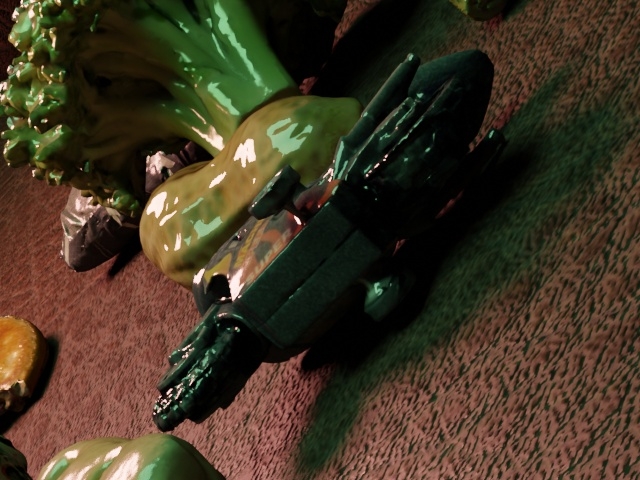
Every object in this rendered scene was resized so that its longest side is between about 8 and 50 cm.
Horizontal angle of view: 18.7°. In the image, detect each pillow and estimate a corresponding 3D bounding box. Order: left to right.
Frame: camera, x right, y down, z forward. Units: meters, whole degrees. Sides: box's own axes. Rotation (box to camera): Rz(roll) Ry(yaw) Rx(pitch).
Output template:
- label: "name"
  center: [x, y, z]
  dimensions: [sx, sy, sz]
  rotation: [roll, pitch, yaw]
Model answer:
- label: "pillow"
  center: [-0.175, -0.077, 1.993]
  dimensions: [0.335, 0.093, 0.161]
  rotation: [-34, 36, 48]

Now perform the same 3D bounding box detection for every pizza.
- label: "pizza"
  center: [-0.367, 0.162, 2.072]
  dimensions: [0.193, 0.053, 0.201]
  rotation: [-33, 24, 6]

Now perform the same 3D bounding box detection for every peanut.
- label: "peanut"
  center: [-0.050, -0.028, 1.474]
  dimensions: [0.274, 0.111, 0.125]
  rotation: [-36, 27, 49]

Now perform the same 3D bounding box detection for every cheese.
- label: "cheese"
  center: [-0.142, 0.202, 1.271]
  dimensions: [0.159, 0.093, 0.263]
  rotation: [-59, 16, -16]

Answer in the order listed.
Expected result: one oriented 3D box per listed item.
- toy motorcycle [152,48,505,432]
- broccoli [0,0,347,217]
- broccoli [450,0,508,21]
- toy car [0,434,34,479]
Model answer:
- label: "toy motorcycle"
  center: [0.000, 0.000, 1.264]
  dimensions: [0.307, 0.108, 0.173]
  rotation: [-46, 6, 16]
- label: "broccoli"
  center: [-0.113, -0.190, 1.721]
  dimensions: [0.317, 0.277, 0.338]
  rotation: [15, 58, 36]
- label: "broccoli"
  center: [0.100, -0.262, 1.544]
  dimensions: [0.145, 0.165, 0.304]
  rotation: [-41, 29, 17]
- label: "toy car"
  center: [-0.299, 0.227, 1.629]
  dimensions: [0.136, 0.125, 0.306]
  rotation: [-60, -6, -8]
